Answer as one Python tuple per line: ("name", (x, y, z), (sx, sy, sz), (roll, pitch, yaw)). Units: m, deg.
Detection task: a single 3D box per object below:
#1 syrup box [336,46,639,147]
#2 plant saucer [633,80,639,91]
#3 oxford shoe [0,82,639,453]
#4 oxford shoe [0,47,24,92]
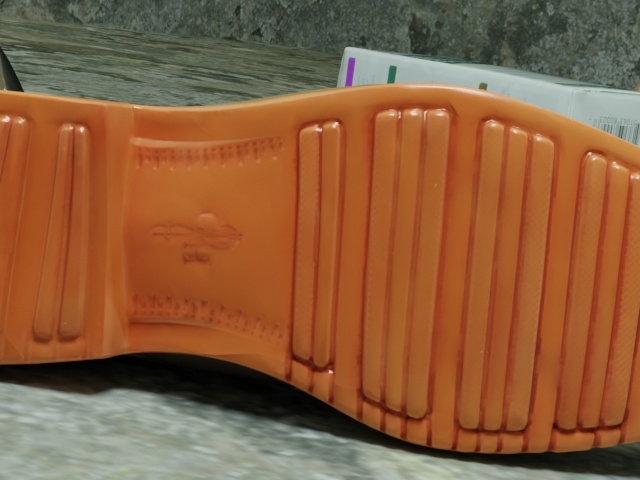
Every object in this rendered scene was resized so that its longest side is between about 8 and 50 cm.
("syrup box", (0.115, -0.074, 1.201), (0.093, 0.096, 0.237), (2, 12, -38))
("plant saucer", (0.279, -0.078, 1.259), (0.037, 0.200, 0.200), (27, 2, -20))
("oxford shoe", (0.000, 0.000, 0.675), (0.364, 0.130, 0.133), (10, 3, 3))
("oxford shoe", (-0.275, -0.115, 1.383), (0.076, 0.076, 0.212), (-24, 20, -12))
